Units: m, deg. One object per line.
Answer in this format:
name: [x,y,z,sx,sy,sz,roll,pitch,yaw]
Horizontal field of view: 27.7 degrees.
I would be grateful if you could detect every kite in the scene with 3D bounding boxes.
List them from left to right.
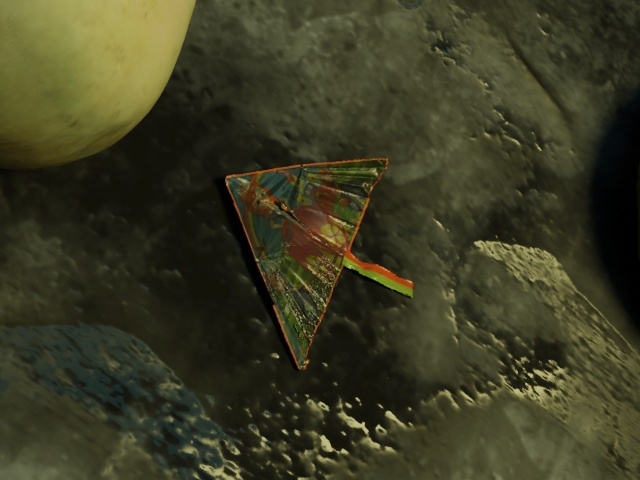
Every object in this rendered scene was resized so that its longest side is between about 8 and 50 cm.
kite: [0.000,0.000,0.888,0.159,0.010,0.190,34,55,-14]

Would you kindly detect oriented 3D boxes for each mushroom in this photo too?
mushroom: [-0.195,-0.168,0.755,0.260,0.234,0.254,-18,109,-73]

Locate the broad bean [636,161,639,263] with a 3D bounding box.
broad bean: [0.356,-0.020,1.041,0.238,0.119,0.291,25,57,-19]
